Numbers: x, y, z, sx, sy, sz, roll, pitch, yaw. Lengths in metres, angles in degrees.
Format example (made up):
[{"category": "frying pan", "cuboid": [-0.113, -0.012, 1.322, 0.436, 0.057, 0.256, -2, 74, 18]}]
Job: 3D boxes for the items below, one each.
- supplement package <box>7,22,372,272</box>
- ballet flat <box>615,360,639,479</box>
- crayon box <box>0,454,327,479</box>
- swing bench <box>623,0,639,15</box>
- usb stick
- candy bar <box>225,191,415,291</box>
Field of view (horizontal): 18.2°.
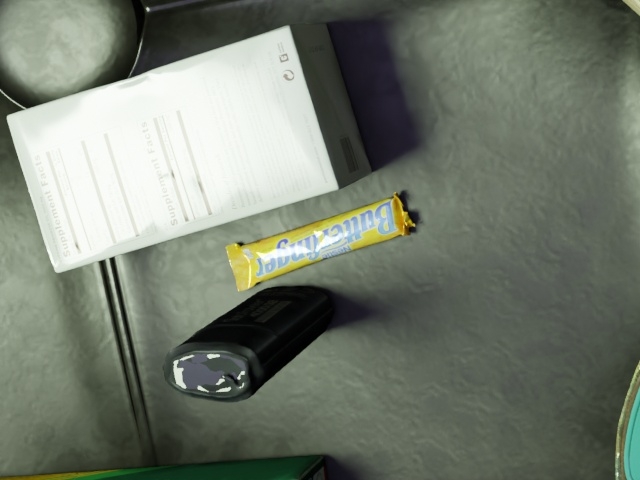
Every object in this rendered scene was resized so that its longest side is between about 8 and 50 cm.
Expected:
[{"category": "supplement package", "cuboid": [-0.103, -0.076, 1.602, 0.244, 0.139, 0.134, -16, 93, 15]}, {"category": "ballet flat", "cuboid": [0.292, 0.208, 1.572, 0.123, 0.123, 0.349, 7, 96, 11]}, {"category": "crayon box", "cuboid": [-0.137, 0.377, 1.689, 0.313, 0.106, 0.363, -5, 96, 14]}, {"category": "swing bench", "cuboid": [0.292, -0.290, 1.476, 0.254, 0.165, 0.253, 41, 104, 4]}, {"category": "usb stick", "cuboid": [-0.051, 0.076, 1.539, 0.077, 0.278, 0.045, 0, 98, 12]}, {"category": "candy bar", "cuboid": [0.000, 0.000, 1.653, 0.161, 0.018, 0.040, -18, 94, 14]}]
